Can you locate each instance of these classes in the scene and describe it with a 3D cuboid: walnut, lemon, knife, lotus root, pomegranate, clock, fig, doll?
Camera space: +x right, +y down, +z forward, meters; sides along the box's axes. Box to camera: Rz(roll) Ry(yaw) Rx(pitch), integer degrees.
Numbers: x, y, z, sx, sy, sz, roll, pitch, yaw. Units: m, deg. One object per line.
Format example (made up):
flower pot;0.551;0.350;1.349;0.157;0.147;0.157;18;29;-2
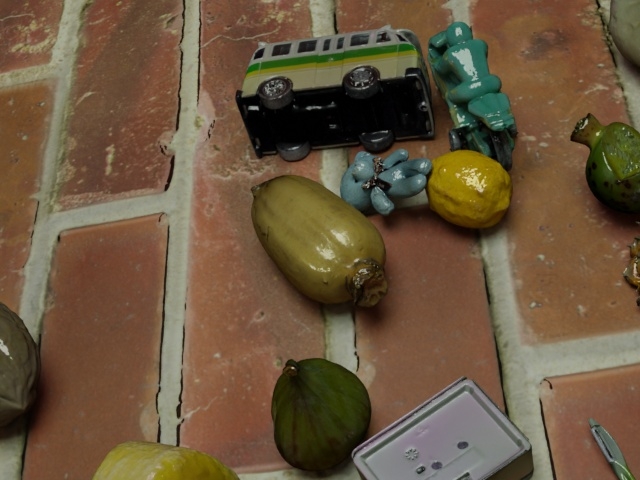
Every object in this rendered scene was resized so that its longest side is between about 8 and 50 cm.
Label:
walnut;-0.496;0.182;1.846;0.178;0.178;0.230;-41;55;-19
lemon;0.217;-0.078;1.892;0.155;0.114;0.114;24;60;37
knife;0.381;0.295;1.579;0.022;0.026;0.184;-50;44;26
lotus root;-0.001;0.003;1.874;0.146;0.131;0.303;-50;50;3
pomegranate;0.438;-0.105;1.839;0.169;0.122;0.143;19;41;15
clock;0.157;0.283;1.621;0.192;0.071;0.147;-32;49;-12
fig;-0.018;0.199;1.631;0.149;0.245;0.149;-8;55;12
doll;0.088;-0.095;1.930;0.180;0.075;0.120;-12;51;56

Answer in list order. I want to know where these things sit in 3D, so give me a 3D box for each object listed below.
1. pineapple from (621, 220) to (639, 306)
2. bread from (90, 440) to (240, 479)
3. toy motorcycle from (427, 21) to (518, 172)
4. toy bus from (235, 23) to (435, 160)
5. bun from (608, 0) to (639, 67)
pineapple;0.521;0.022;1.742;0.225;0.076;0.225;-9;46;10
bread;-0.198;0.351;1.601;0.170;0.197;0.197;7;51;39
toy motorcycle;0.237;-0.239;1.972;0.109;0.198;0.296;-18;48;-6
toy bus;0.032;-0.249;2.077;0.305;0.143;0.179;-6;46;14
bun;0.586;-0.369;2.006;0.273;0.168;0.273;-4;55;6
